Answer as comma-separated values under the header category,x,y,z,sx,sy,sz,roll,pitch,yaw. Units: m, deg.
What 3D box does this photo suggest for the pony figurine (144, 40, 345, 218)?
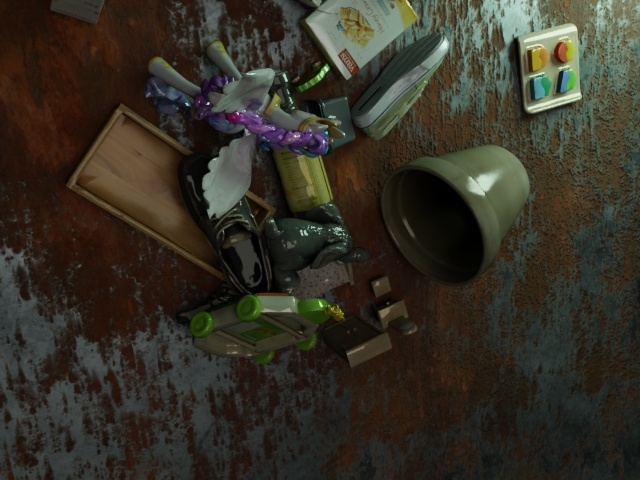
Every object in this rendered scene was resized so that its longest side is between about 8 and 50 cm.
category,x,y,z,sx,sy,sz,roll,pitch,yaw
pony figurine,-0.169,-0.253,1.398,0.351,0.363,0.303,-35,151,-48

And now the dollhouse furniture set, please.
category,x,y,z,sx,sy,sz,roll,pitch,yaw
dollhouse furniture set,0.056,0.098,1.688,0.303,0.174,0.356,-23,109,-17

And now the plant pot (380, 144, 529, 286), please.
category,x,y,z,sx,sy,sz,roll,pitch,yaw
plant pot,0.355,-0.096,1.727,0.280,0.323,0.323,-35,113,-31

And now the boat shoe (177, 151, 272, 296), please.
category,x,y,z,sx,sy,sz,roll,pitch,yaw
boat shoe,-0.187,-0.027,1.504,0.132,0.130,0.355,-32,111,-14

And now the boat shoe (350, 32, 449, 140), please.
category,x,y,z,sx,sy,sz,roll,pitch,yaw
boat shoe,0.199,-0.373,1.701,0.302,0.109,0.094,-44,129,1

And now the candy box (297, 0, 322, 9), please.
category,x,y,z,sx,sy,sz,roll,pitch,yaw
candy box,-0.014,-0.658,1.556,0.159,0.071,0.233,34,86,-27

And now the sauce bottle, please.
category,x,y,z,sx,sy,sz,roll,pitch,yaw
sauce bottle,-0.059,-0.212,1.612,0.111,0.111,0.344,-21,107,-18

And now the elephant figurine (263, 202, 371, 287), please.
category,x,y,z,sx,sy,sz,roll,pitch,yaw
elephant figurine,0.000,0.000,1.572,0.239,0.186,0.169,-13,100,-6

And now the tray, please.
category,x,y,z,sx,sy,sz,roll,pitch,yaw
tray,-0.322,-0.097,1.545,0.411,0.076,0.203,34,87,-26

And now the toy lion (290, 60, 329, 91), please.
category,x,y,z,sx,sy,sz,roll,pitch,yaw
toy lion,-0.019,-0.372,1.600,0.100,0.096,0.034,-39,113,-12

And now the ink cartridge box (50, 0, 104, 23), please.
category,x,y,z,sx,sy,sz,roll,pitch,yaw
ink cartridge box,-0.468,-0.496,1.370,0.092,0.143,0.090,14,78,-24

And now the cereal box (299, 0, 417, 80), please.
category,x,y,z,sx,sy,sz,roll,pitch,yaw
cereal box,0.092,-0.516,1.643,0.240,0.047,0.173,-44,113,-9

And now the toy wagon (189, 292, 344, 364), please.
category,x,y,z,sx,sy,sz,roll,pitch,yaw
toy wagon,-0.109,0.186,1.552,0.344,0.068,0.267,-21,150,20

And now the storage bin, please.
category,x,y,z,sx,sy,sz,roll,pitch,yaw
storage bin,0.026,-0.277,1.647,0.091,0.098,0.135,-24,109,-28

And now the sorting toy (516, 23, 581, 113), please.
category,x,y,z,sx,sy,sz,roll,pitch,yaw
sorting toy,0.620,-0.461,1.882,0.193,0.038,0.208,-18,107,-18

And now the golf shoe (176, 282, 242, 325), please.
category,x,y,z,sx,sy,sz,roll,pitch,yaw
golf shoe,-0.242,0.150,1.640,0.198,0.077,0.094,-8,82,-20
